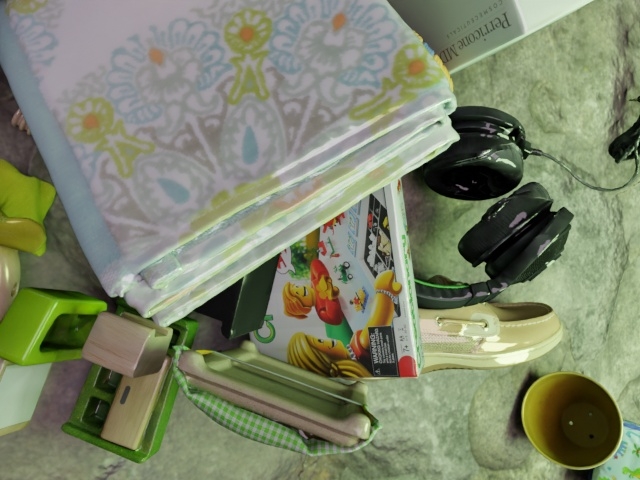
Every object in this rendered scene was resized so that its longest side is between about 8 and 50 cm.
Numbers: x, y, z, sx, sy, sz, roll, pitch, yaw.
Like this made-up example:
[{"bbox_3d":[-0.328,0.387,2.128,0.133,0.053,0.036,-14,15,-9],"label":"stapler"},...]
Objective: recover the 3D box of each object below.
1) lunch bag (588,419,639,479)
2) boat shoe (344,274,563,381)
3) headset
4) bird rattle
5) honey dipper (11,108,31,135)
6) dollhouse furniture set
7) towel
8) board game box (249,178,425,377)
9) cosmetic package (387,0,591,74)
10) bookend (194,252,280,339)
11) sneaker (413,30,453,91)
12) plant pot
[{"bbox_3d":[0.504,0.363,0.761,0.151,0.096,0.129,29,81,-47],"label":"lunch bag"},{"bbox_3d":[0.173,0.104,0.619,0.341,0.121,0.110,-4,94,-18],"label":"boat shoe"},{"bbox_3d":[0.219,-0.069,0.564,0.394,0.185,0.243,-17,70,-5],"label":"headset"},{"bbox_3d":[-0.359,0.043,0.454,0.207,0.143,0.253,12,101,-8],"label":"bird rattle"},{"bbox_3d":[-0.251,-0.089,0.512,0.161,0.030,0.030,35,80,-19],"label":"honey dipper"},{"bbox_3d":[-0.113,0.165,0.422,0.301,0.197,0.151,18,82,8],"label":"dollhouse furniture set"},{"bbox_3d":[-0.104,-0.155,0.429,0.320,0.090,0.374,-31,74,-3],"label":"towel"},{"bbox_3d":[0.000,0.000,0.528,0.193,0.053,0.305,-8,91,22],"label":"board game box"},{"bbox_3d":[0.147,-0.406,0.548,0.156,0.217,0.385,-29,99,-17],"label":"cosmetic package"},{"bbox_3d":[-0.126,0.002,0.502,0.156,0.072,0.157,14,94,20],"label":"bookend"},{"bbox_3d":[0.018,-0.222,0.573,0.296,0.112,0.131,30,90,-9],"label":"sneaker"},{"bbox_3d":[0.390,0.275,0.709,0.095,0.134,0.134,29,81,-42],"label":"plant pot"}]
